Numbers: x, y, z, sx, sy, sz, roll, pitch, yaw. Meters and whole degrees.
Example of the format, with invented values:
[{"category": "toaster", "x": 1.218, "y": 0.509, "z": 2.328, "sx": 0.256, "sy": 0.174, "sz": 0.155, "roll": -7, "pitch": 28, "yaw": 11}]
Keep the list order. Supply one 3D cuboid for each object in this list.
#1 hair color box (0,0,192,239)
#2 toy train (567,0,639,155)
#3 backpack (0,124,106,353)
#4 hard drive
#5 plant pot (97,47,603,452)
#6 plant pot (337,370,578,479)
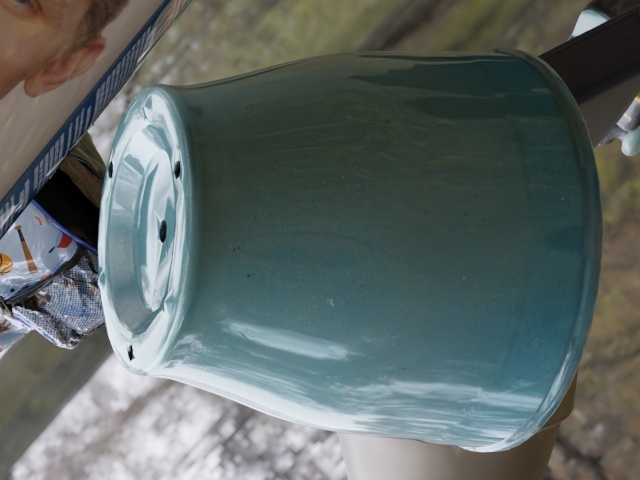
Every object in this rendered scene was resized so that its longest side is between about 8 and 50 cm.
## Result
[{"category": "hair color box", "x": -0.221, "y": -0.078, "z": 0.914, "sx": 0.174, "sy": 0.347, "sz": 0.105, "roll": 37, "pitch": 164, "yaw": -2}, {"category": "toy train", "x": 0.357, "y": -0.221, "z": 1.715, "sx": 0.142, "sy": 0.334, "sz": 0.190, "roll": 42, "pitch": 152, "yaw": 16}, {"category": "backpack", "x": -0.285, "y": -0.049, "z": 1.487, "sx": 0.276, "sy": 0.213, "sz": 0.263, "roll": 56, "pitch": -179, "yaw": 36}, {"category": "hard drive", "x": 0.161, "y": -0.081, "z": 1.376, "sx": 0.054, "sy": 0.172, "sz": 0.255, "roll": 58, "pitch": 160, "yaw": 12}, {"category": "plant pot", "x": 0.000, "y": 0.000, "z": 1.122, "sx": 0.255, "sy": 0.272, "sz": 0.272, "roll": 3, "pitch": -147, "yaw": -24}, {"category": "plant pot", "x": 0.155, "y": 0.274, "z": 2.209, "sx": 0.323, "sy": 0.280, "sz": 0.323, "roll": 3, "pitch": -168, "yaw": -1}]
